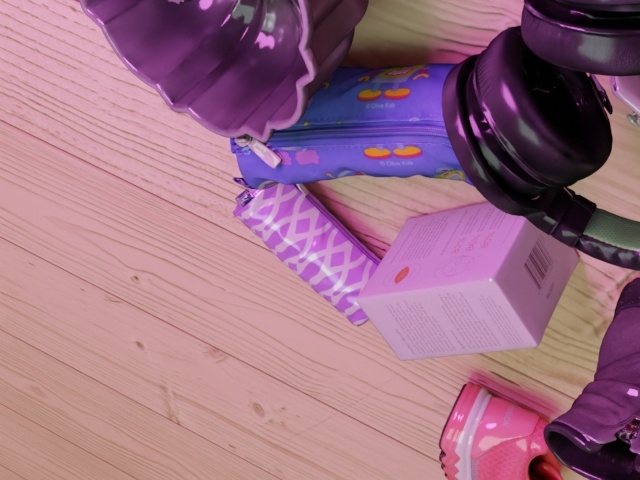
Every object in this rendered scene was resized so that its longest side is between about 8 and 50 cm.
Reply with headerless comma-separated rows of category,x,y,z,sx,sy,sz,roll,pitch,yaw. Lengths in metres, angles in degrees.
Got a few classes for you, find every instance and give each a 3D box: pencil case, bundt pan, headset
pencil case,0.000,0.000,1.236,0.206,0.086,0.088,43,114,-12
bundt pan,-0.089,-0.253,0.964,0.331,0.124,0.330,35,149,25
headset,0.188,-0.147,0.842,0.394,0.185,0.243,34,131,5
pencil case,0.050,-0.104,1.047,0.306,0.133,0.119,3,110,34

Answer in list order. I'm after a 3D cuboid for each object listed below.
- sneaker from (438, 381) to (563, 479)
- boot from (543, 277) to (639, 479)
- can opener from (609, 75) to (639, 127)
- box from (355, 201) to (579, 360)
sneaker,0.223,0.308,1.361,0.136,0.116,0.313,13,137,24
boot,0.384,0.150,0.985,0.338,0.222,0.118,1,130,36
can opener,0.345,-0.068,0.907,0.280,0.074,0.093,41,142,-7
box,0.145,0.038,1.123,0.171,0.130,0.091,-12,123,44
